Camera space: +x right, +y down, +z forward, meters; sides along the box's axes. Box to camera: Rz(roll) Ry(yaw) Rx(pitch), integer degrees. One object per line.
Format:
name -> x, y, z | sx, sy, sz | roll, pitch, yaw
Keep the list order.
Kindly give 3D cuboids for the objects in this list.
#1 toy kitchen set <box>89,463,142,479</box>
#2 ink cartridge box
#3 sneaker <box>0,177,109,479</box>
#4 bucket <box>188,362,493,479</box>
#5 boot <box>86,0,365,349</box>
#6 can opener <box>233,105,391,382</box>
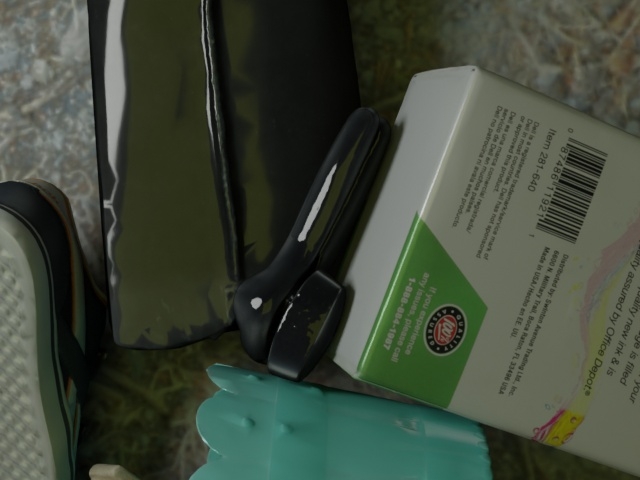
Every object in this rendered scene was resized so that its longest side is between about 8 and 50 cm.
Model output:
toy kitchen set -> -0.191, 0.257, 0.793 | 0.122, 0.207, 0.166 | 48, 58, -18
ink cartridge box -> 0.166, 0.030, 0.736 | 0.278, 0.117, 0.201 | 21, 90, -16
sneaker -> -0.226, 0.106, 0.829 | 0.126, 0.127, 0.321 | 14, 114, 6
bucket -> 0.000, 0.223, 0.719 | 0.183, 0.281, 0.281 | 8, 89, -1
boot -> 0.010, -0.154, 0.791 | 0.367, 0.146, 0.445 | -4, 88, 3
can opener -> 0.000, 0.000, 0.727 | 0.073, 0.059, 0.186 | 22, 83, 14
